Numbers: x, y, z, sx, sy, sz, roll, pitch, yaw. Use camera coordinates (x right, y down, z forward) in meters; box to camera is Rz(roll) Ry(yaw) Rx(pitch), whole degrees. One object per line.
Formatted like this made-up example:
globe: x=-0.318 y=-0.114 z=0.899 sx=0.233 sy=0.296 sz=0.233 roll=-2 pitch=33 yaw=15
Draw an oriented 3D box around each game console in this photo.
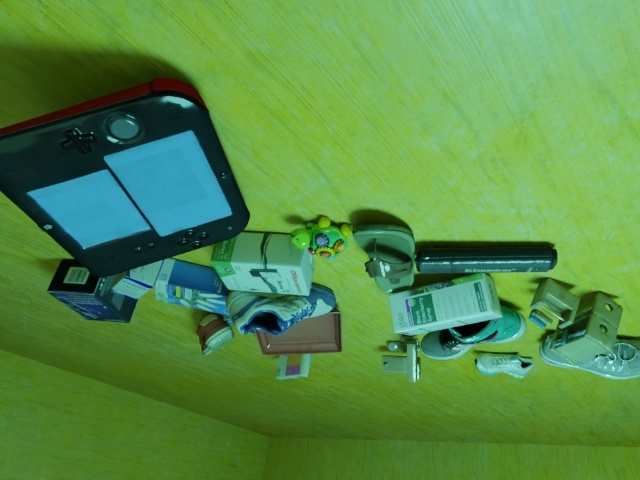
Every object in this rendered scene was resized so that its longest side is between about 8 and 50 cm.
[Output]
game console: x=-0.319 y=-0.080 z=0.821 sx=0.342 sy=0.060 sz=0.386 roll=-21 pitch=147 yaw=-6

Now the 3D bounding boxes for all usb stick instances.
usb stick: x=0.338 y=0.043 z=0.989 sx=0.278 sy=0.045 sz=0.077 roll=-2 pitch=150 yaw=13

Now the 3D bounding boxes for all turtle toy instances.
turtle toy: x=0.000 y=0.000 z=0.998 sx=0.130 sy=0.066 sz=0.095 roll=18 pitch=148 yaw=-14

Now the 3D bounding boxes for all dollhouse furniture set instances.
dollhouse furniture set: x=0.564 y=0.170 z=1.101 sx=0.184 sy=0.129 sz=0.129 roll=35 pitch=149 yaw=4
dollhouse furniture set: x=0.239 y=0.364 z=1.464 sx=0.123 sy=0.144 sz=0.151 roll=-1 pitch=-176 yaw=17

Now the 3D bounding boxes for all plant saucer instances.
plant saucer: x=-0.064 y=0.267 z=1.427 sx=0.259 sy=0.047 sz=0.259 roll=-3 pitch=143 yaw=1

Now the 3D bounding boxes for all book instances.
book: x=-0.101 y=0.463 z=1.765 sx=0.144 sy=0.096 sz=0.035 roll=-16 pitch=141 yaw=37

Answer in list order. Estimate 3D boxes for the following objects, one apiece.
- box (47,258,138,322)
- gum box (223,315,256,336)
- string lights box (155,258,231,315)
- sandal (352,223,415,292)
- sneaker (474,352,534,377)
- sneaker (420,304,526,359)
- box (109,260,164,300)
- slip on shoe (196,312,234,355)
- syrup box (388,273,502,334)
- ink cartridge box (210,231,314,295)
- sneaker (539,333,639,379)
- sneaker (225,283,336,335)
box: x=-0.654 y=0.151 z=1.389 sx=0.153 sy=0.108 sz=0.207 roll=1 pitch=148 yaw=12
gum box: x=-0.187 y=0.262 z=1.509 sx=0.157 sy=0.041 sz=0.184 roll=-15 pitch=141 yaw=34
string lights box: x=-0.309 y=0.133 z=1.293 sx=0.260 sy=0.076 sz=0.133 roll=14 pitch=148 yaw=-8
sandal: x=0.150 y=0.054 z=1.027 sx=0.120 sy=0.086 sz=0.303 roll=-3 pitch=147 yaw=20
sneaker: x=0.575 y=0.377 z=1.478 sx=0.191 sy=0.071 sz=0.083 roll=7 pitch=144 yaw=-12
sneaker: x=0.350 y=0.228 z=1.221 sx=0.295 sy=0.123 sz=0.178 roll=-29 pitch=138 yaw=36
box: x=-0.445 y=0.066 z=1.172 sx=0.072 sy=0.126 sz=0.137 roll=28 pitch=145 yaw=-26
slip on shoe: x=-0.361 y=0.314 z=1.599 sx=0.101 sy=0.123 sz=0.331 roll=54 pitch=159 yaw=9
syrup box: x=0.286 y=0.153 z=1.107 sx=0.237 sy=0.093 sz=0.096 roll=-18 pitch=157 yaw=29
ink cartridge box: x=-0.128 y=0.055 z=1.104 sx=0.208 sy=0.086 sz=0.153 roll=3 pitch=149 yaw=10
sneaker: x=0.734 y=0.298 z=1.253 sx=0.281 sy=0.105 sz=0.115 roll=-3 pitch=147 yaw=20
sneaker: x=-0.088 y=0.188 z=1.207 sx=0.296 sy=0.131 sz=0.112 roll=-1 pitch=128 yaw=-23
